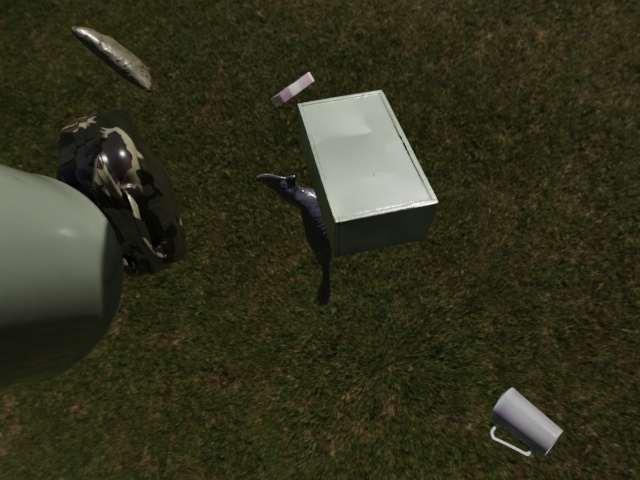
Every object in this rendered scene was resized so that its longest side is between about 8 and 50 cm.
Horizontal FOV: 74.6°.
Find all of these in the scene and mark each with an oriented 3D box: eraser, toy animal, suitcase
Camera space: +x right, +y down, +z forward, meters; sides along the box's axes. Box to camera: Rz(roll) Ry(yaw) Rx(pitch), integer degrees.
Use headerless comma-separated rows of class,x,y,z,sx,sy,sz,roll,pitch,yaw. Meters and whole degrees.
eraser,-0.068,-0.364,1.015,0.105,0.065,0.026,-40,114,-12
toy animal,0.027,-0.025,0.910,0.206,0.367,0.081,-21,35,3
suitcase,-0.430,-0.086,0.961,0.194,0.351,0.339,-23,45,-9

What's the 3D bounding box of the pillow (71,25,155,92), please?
pillow,-0.553,-0.505,1.158,0.241,0.051,0.093,37,44,-21

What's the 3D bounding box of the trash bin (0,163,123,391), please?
trash bin,-0.388,0.036,0.397,0.281,0.432,0.280,0,85,-5

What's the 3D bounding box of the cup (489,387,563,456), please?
cup,0.383,0.358,0.807,0.104,0.074,0.116,-46,52,-7

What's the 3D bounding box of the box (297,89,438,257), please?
box,0.054,-0.100,0.588,0.130,0.086,0.225,-11,57,-6
